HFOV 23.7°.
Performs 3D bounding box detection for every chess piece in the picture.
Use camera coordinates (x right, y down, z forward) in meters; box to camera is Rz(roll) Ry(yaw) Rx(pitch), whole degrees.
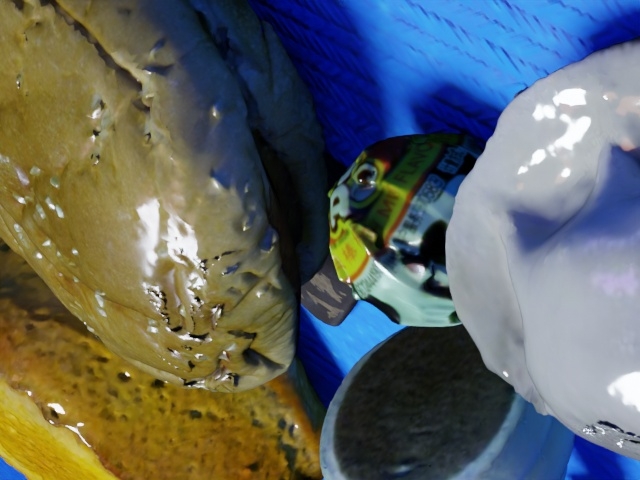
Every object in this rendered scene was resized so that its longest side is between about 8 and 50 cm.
[{"bbox_3d":[0.128,0.164,0.860,0.139,0.139,0.272,11,152,50],"label":"chess piece"}]

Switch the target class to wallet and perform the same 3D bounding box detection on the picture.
[{"bbox_3d":[0.000,0.000,0.887,0.082,0.018,0.157,43,157,3],"label":"wallet"}]

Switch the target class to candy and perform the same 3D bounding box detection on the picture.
[{"bbox_3d":[0.134,0.058,0.713,0.305,0.091,0.083,37,154,-2],"label":"candy"}]

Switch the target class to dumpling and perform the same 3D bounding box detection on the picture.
[{"bbox_3d":[0.142,0.007,0.571,0.247,0.142,0.173,5,105,39],"label":"dumpling"}]

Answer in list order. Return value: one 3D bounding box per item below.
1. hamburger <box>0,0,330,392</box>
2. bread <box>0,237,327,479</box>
[{"bbox_3d":[-0.110,-0.050,0.812,0.285,0.134,0.265,38,158,23],"label":"hamburger"},{"bbox_3d":[-0.141,0.100,1.077,0.312,0.172,0.312,32,154,18],"label":"bread"}]
